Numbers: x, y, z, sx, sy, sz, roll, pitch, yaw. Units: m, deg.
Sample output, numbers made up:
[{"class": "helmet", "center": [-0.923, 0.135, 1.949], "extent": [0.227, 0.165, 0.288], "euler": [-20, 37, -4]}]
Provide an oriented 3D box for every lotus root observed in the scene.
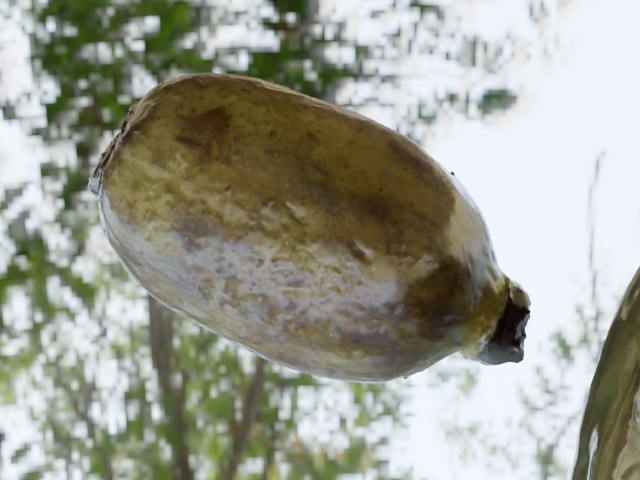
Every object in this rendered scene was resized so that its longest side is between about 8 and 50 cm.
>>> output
[{"class": "lotus root", "center": [0.000, 0.000, 1.052], "extent": [0.260, 0.145, 0.128], "euler": [25, 178, -1]}]

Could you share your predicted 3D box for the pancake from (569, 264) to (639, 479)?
[{"class": "pancake", "center": [0.226, 0.126, 0.995], "extent": [0.294, 0.294, 0.049], "euler": [-27, -165, -39]}]
